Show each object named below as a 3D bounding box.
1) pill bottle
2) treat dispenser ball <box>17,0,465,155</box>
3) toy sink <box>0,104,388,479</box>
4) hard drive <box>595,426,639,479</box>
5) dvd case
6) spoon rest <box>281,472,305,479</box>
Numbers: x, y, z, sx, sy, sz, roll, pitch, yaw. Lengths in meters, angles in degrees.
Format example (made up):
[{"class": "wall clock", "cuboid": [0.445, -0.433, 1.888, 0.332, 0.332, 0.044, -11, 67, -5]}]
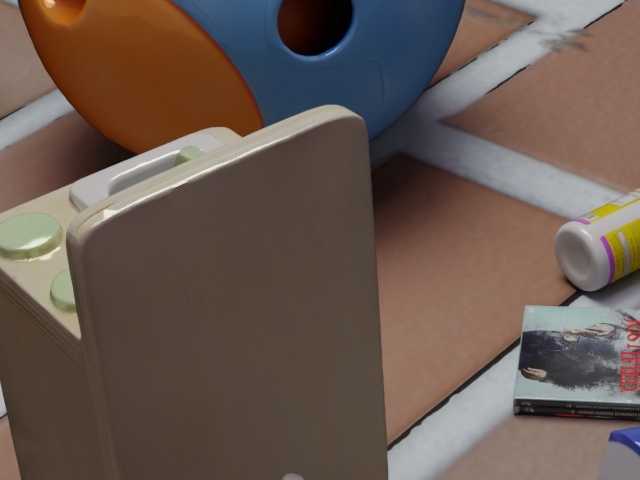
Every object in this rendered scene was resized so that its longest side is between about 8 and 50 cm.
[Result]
[{"class": "pill bottle", "cuboid": [0.182, -0.004, 1.077, 0.083, 0.043, 0.043, -24, 39, -26]}, {"class": "treat dispenser ball", "cuboid": [-0.050, -0.180, 1.147, 0.288, 0.288, 0.288, -3, 34, 2]}, {"class": "toy sink", "cuboid": [-0.070, 0.037, 0.881, 0.153, 0.234, 0.131, -26, 40, -27]}, {"class": "hard drive", "cuboid": [0.307, 0.132, 0.785, 0.318, 0.040, 0.210, -4, 30, -30]}, {"class": "dvd case", "cuboid": [0.169, 0.067, 1.002, 0.119, 0.013, 0.087, 3, 35, 10]}, {"class": "spoon rest", "cuboid": [0.115, 0.161, 0.817, 0.276, 0.084, 0.137, 6, 15, 0]}]
